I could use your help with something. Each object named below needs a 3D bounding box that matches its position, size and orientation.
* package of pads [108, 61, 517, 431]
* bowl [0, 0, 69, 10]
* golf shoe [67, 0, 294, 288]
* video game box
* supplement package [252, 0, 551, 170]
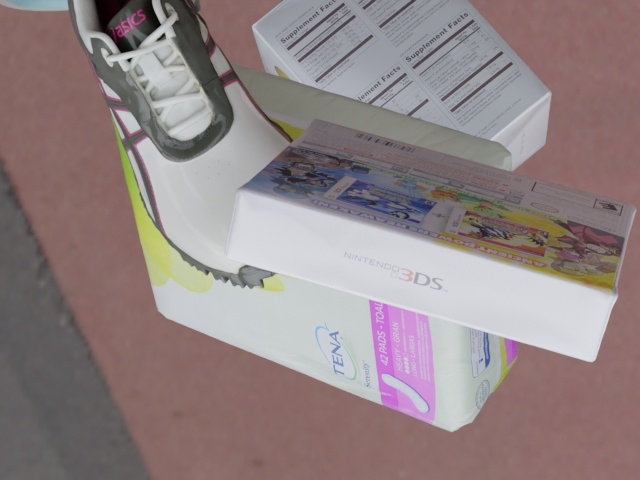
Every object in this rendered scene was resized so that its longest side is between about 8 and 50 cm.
[{"bbox_3d":[0.000,0.000,1.403,0.297,0.101,0.229,20,140,26],"label":"package of pads"},{"bbox_3d":[-0.242,-0.323,1.852,0.312,0.163,0.311,-8,175,-1],"label":"bowl"},{"bbox_3d":[-0.097,-0.088,1.206,0.105,0.273,0.120,-34,151,2],"label":"golf shoe"},{"bbox_3d":[0.069,-0.006,1.063,0.205,0.187,0.048,16,106,9],"label":"video game box"},{"bbox_3d":[0.090,-0.166,2.068,0.198,0.262,0.199,-39,166,-5],"label":"supplement package"}]
